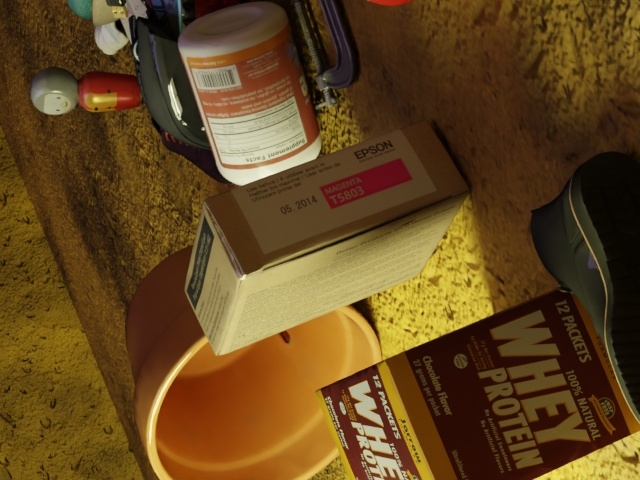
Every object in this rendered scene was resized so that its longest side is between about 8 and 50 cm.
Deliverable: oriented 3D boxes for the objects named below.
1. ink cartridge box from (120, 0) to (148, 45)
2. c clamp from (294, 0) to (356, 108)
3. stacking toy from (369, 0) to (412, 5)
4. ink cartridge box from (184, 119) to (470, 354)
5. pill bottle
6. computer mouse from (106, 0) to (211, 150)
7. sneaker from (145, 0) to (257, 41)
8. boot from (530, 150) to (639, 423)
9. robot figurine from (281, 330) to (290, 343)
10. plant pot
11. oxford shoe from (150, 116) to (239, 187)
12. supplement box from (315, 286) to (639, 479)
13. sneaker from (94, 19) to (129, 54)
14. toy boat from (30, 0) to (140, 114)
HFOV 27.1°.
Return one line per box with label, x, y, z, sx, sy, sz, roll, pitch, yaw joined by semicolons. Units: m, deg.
ink cartridge box;-0.195;-0.281;1.649;0.115;0.067;0.198;20;-139;-59
c clamp;-0.005;-0.213;1.370;0.137;0.022;0.160;10;118;68
stacking toy;0.089;-0.241;0.965;0.330;0.141;0.141;158;92;-76
ink cartridge box;0.000;0.000;1.241;0.088;0.235;0.193;62;158;19
pill bottle;-0.068;-0.138;1.435;0.121;0.121;0.216;37;148;57
computer mouse;-0.202;-0.211;1.500;0.184;0.060;0.262;41;161;50
sneaker;-0.156;-0.294;1.494;0.125;0.104;0.262;24;140;54
boot;0.216;0.046;0.981;0.137;0.077;0.198;132;130;-73
robot figurine;-0.092;0.126;1.758;0.158;0.128;0.219;-179;70;-83
plant pot;-0.102;0.135;1.555;0.203;0.291;0.291;48;150;47
oxford shoe;-0.149;-0.124;1.653;0.271;0.098;0.097;-149;67;-69
supplement box;0.127;0.139;1.103;0.129;0.191;0.194;68;159;7
sneaker;-0.321;-0.365;2.030;0.061;0.054;0.152;-17;88;46
toy boat;-0.317;-0.323;1.781;0.267;0.148;0.318;-119;30;-70
